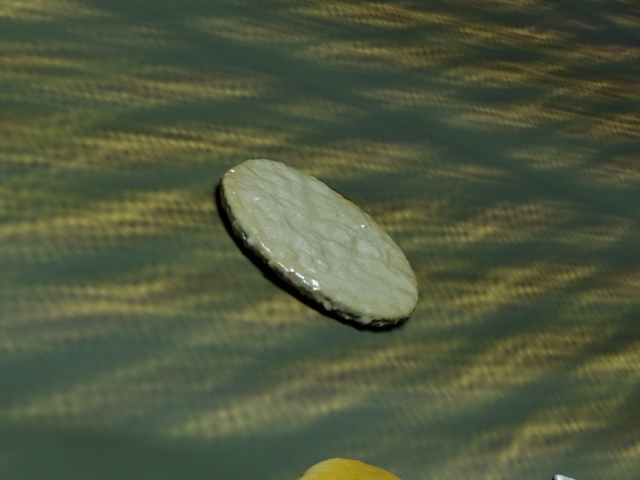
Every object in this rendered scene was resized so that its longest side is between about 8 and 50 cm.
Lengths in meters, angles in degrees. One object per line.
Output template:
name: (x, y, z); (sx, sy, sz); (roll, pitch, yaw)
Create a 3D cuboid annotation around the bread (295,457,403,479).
bread: (0.015, 0.169, 0.470); (0.174, 0.121, 0.245); (37, 21, -1)

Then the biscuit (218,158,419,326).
biscuit: (0.000, 0.000, 0.898); (0.120, 0.015, 0.120); (30, 25, -15)

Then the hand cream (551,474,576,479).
hand cream: (0.120, 0.223, 0.432); (0.121, 0.076, 0.336); (36, 36, -66)
